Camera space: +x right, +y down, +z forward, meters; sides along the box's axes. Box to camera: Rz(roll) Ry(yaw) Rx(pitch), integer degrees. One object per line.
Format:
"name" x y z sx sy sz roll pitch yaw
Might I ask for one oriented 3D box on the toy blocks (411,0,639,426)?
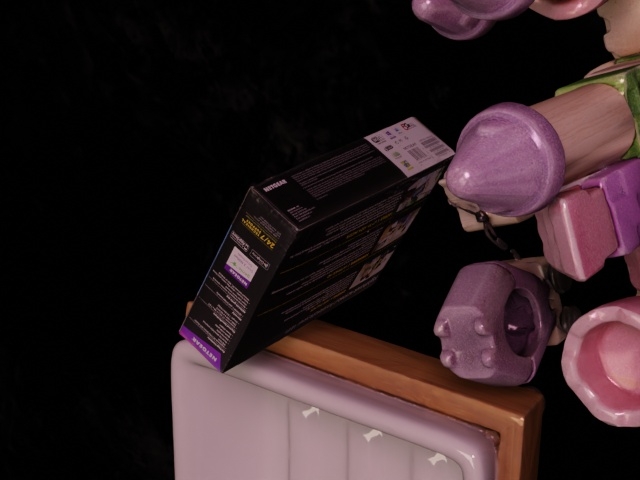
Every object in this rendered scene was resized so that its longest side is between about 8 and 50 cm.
"toy blocks" 0.130 -0.039 0.662 0.309 0.260 0.288 -9 101 41

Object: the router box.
"router box" 0.000 0.000 0.840 0.046 0.179 0.133 43 129 17

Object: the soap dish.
"soap dish" 0.026 0.177 0.926 0.291 0.118 0.228 16 116 35
